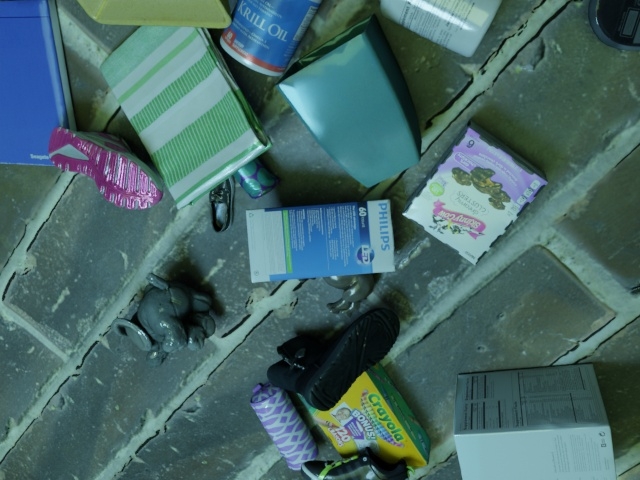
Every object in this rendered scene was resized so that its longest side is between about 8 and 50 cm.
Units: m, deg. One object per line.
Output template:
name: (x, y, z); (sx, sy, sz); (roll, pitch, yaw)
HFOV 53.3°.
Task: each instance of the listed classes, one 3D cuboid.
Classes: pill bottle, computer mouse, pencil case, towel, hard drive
pill bottle: (0.163, -0.392, 0.992); (0.229, 0.131, 0.131); (27, 116, 3)
computer mouse: (0.527, -0.332, 0.964); (0.273, 0.072, 0.188); (13, 113, -4)
pencil case: (-0.146, -0.152, 1.208); (0.151, 0.070, 0.064); (54, 147, -11)
pill bottle: (-0.067, -0.397, 1.054); (0.124, 0.124, 0.221); (32, 116, 0)
pencil case: (-0.083, 0.411, 1.417); (0.088, 0.086, 0.206); (-10, 111, 54)
towel: (-0.255, -0.248, 1.163); (0.248, 0.038, 0.324); (-32, 86, 28)
hard drive: (-0.603, -0.310, 1.274); (0.211, 0.040, 0.318); (4, 113, 13)

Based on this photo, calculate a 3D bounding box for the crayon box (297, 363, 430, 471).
crayon box: (0.094, 0.373, 1.355); (0.165, 0.081, 0.278); (-28, 103, 23)

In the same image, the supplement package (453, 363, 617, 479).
supplement package: (0.403, 0.378, 1.212); (0.263, 0.198, 0.199); (-9, 110, 17)

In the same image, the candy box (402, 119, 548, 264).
candy box: (0.269, -0.082, 1.127); (0.165, 0.070, 0.196); (34, 115, -1)

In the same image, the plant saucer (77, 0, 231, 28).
plant saucer: (-0.321, -0.493, 1.003); (0.333, 0.080, 0.332); (12, 153, 29)

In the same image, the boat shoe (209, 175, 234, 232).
boat shoe: (-0.198, -0.082, 1.263); (0.049, 0.040, 0.142); (4, 113, 13)

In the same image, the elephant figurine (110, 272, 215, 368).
elephant figurine: (-0.357, 0.179, 1.362); (0.240, 0.169, 0.185); (-16, 79, 36)

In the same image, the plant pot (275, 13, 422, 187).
plant pot: (0.071, -0.224, 1.075); (0.166, 0.165, 0.234); (-26, 111, 23)

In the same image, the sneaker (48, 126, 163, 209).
sneaker: (-0.398, -0.150, 1.242); (0.252, 0.111, 0.102); (33, 115, 13)

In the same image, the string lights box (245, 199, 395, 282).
string lights box: (0.000, 0.000, 1.166); (0.260, 0.077, 0.133); (-4, 91, -3)

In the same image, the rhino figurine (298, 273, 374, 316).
rhino figurine: (0.003, 0.040, 1.245); (0.243, 0.073, 0.106); (44, 110, -3)

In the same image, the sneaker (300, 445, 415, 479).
sneaker: (0.078, 0.471, 1.326); (0.235, 0.084, 0.097); (8, 91, 10)

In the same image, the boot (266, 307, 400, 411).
boot: (0.017, 0.214, 1.273); (0.246, 0.207, 0.094); (-46, 114, -17)
